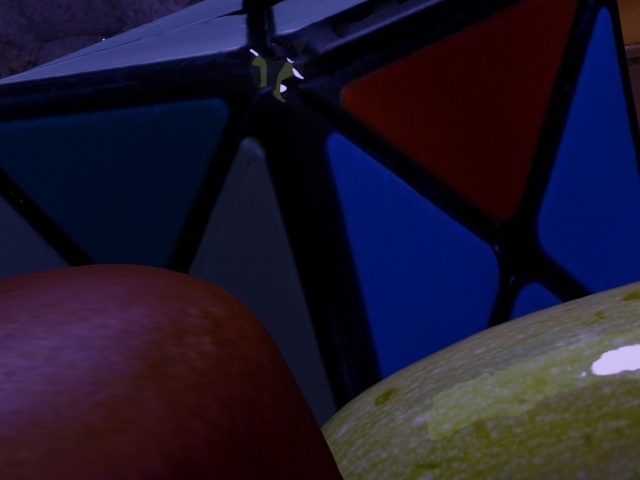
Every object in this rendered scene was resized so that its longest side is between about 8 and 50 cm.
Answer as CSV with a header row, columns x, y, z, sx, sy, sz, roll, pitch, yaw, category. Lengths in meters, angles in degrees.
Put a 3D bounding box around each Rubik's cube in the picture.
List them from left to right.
x,y,z,sx,sy,sz,roll,pitch,yaw,category
0.000,0.000,0.928,0.250,0.248,0.246,-2,18,44,Rubik's cube

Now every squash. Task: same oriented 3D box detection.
x,y,z,sx,sy,sz,roll,pitch,yaw,category
0.094,0.087,0.703,0.247,0.132,0.132,-15,13,-4,squash

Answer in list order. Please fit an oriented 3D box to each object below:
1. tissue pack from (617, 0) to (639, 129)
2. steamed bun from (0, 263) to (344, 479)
x,y,z,sx,sy,sz,roll,pitch,yaw,category
0.220,-0.082,1.244,0.274,0.145,0.194,-9,13,31,tissue pack
-0.111,0.152,0.438,0.248,0.235,0.379,-9,14,41,steamed bun
